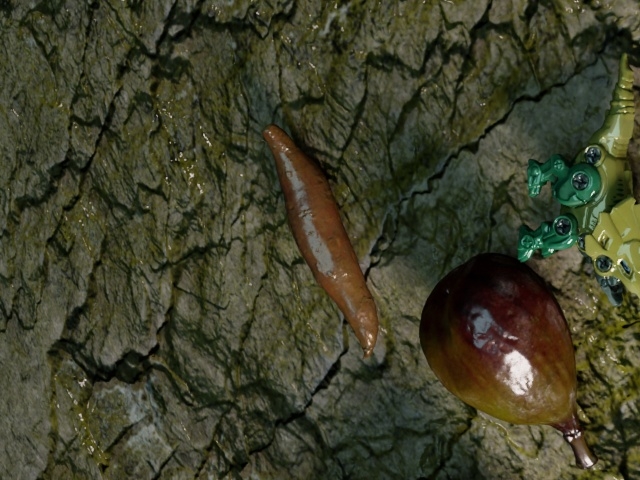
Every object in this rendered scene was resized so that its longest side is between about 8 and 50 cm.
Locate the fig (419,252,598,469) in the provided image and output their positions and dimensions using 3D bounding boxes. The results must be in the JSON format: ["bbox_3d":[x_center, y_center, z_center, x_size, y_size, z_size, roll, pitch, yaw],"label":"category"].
[{"bbox_3d":[0.220,0.146,1.280,0.274,0.145,0.170,53,148,-6],"label":"fig"}]

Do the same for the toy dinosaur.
[{"bbox_3d":[0.285,-0.061,1.205,0.153,0.094,0.259,-1,92,37],"label":"toy dinosaur"}]

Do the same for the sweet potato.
[{"bbox_3d":[0.000,0.000,1.457,0.072,0.066,0.314,-20,91,46],"label":"sweet potato"}]
